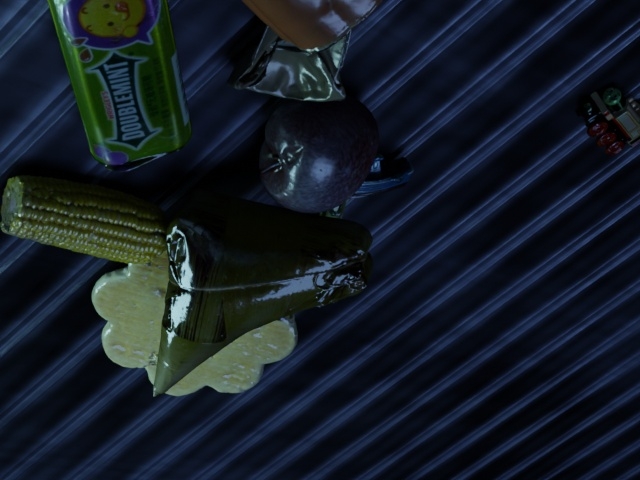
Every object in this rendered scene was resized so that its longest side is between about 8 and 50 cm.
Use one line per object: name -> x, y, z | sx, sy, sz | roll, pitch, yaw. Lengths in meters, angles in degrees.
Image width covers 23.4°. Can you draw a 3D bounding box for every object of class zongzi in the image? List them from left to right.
zongzi -> -0.080, 0.098, 2.099 | 0.273, 0.145, 0.300 | 11, 105, 4

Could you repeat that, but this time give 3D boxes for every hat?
hat -> -0.029, -0.248, 1.895 | 0.147, 0.085, 0.175 | 9, 116, -24

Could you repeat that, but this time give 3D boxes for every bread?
bread -> -0.179, 0.108, 2.261 | 0.316, 0.054, 0.316 | 1, 129, 1

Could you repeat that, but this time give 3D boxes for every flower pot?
flower pot -> -0.037, -0.326, 1.668 | 0.190, 0.191, 0.173 | -37, 132, 25

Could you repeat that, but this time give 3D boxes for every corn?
corn -> -0.307, -0.029, 2.028 | 0.244, 0.093, 0.093 | 15, 134, -43

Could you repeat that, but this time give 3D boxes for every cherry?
cherry -> 0.000, -0.114, 2.036 | 0.176, 0.140, 0.176 | -25, 144, -20

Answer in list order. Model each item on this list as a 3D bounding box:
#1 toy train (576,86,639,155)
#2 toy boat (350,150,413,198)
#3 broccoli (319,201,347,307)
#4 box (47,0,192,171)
toy train -> 0.436, -0.180, 2.289 | 0.087, 0.050, 0.138 | -36, 145, 15
toy boat -> 0.065, -0.098, 2.186 | 0.137, 0.060, 0.061 | -9, 122, -16
broccoli -> 0.000, 0.001, 2.273 | 0.122, 0.118, 0.204 | 11, 123, -16
box -> -0.230, -0.217, 1.776 | 0.134, 0.097, 0.345 | -15, 149, -7
